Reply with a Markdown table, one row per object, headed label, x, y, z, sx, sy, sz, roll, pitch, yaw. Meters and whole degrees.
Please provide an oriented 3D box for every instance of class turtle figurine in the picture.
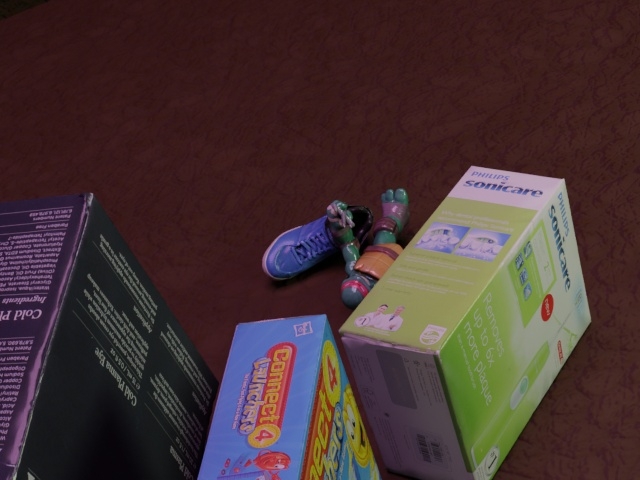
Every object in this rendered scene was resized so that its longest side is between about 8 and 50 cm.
| label | x | y | z | sx | sy | sz | roll | pitch | yaw |
| --- | --- | --- | --- | --- | --- | --- | --- | --- | --- |
| turtle figurine | 0.078 | 0.019 | 1.625 | 0.175 | 0.118 | 0.234 | 33 | 37 | 11 |

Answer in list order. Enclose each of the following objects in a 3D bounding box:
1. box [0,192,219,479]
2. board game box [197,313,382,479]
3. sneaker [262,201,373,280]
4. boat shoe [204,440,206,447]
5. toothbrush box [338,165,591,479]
| label | x | y | z | sx | sy | sz | roll | pitch | yaw |
| --- | --- | --- | --- | --- | --- | --- | --- | --- | --- |
| box | -0.260 | 0.184 | 1.302 | 0.179 | 0.343 | 0.312 | -6 | 50 | 17 |
| board game box | -0.015 | 0.276 | 1.160 | 0.086 | 0.302 | 0.308 | -7 | 37 | 14 |
| sneaker | 0.000 | -0.001 | 1.717 | 0.152 | 0.058 | 0.084 | -27 | 2 | -22 |
| boat shoe | -0.196 | 0.251 | 1.493 | 0.152 | 0.056 | 0.049 | -21 | 39 | 12 |
| toothbrush box | 0.161 | 0.089 | 1.419 | 0.122 | 0.206 | 0.283 | 9 | 43 | 34 |
